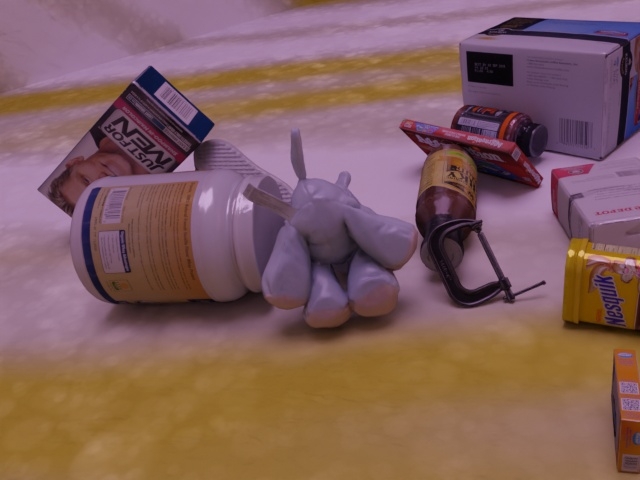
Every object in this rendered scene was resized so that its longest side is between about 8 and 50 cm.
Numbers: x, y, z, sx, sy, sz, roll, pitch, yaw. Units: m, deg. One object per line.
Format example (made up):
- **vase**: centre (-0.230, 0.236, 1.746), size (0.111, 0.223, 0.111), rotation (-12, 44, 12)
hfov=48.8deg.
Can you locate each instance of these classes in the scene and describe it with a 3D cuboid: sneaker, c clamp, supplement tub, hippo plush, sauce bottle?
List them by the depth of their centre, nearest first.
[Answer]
- **c clamp**: centre (0.248, 0.032, 1.101), size (0.137, 0.160, 0.022), rotation (-30, -9, 5)
- **hippo plush**: centre (0.000, 0.000, 1.158), size (0.234, 0.294, 0.236), rotation (-51, 6, 4)
- **supplement tub**: centre (-0.232, -0.006, 1.206), size (0.317, 0.228, 0.228), rotation (-2, 30, 14)
- **sauce bottle**: centre (0.229, -0.062, 1.279), size (0.112, 0.111, 0.344), rotation (-3, 32, 14)
- **sneaker**: centre (-0.133, -0.069, 1.411), size (0.126, 0.127, 0.321), rotation (-31, 58, -23)
- **supplement tub**: centre (0.387, -0.231, 1.526), size (0.106, 0.106, 0.198), rotation (-32, 36, -33)

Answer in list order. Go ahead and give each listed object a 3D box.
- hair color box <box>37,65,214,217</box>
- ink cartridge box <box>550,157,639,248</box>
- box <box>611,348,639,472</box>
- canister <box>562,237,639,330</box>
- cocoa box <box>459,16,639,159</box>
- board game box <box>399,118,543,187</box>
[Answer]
- **hair color box**: centre (-0.397, -0.168, 1.434), size (0.347, 0.174, 0.105), rotation (-39, 19, 28)
- **ink cartridge box**: centre (0.496, -0.049, 1.185), size (0.159, 0.092, 0.217), rotation (-8, 28, 5)
- **box**: centre (0.356, 0.190, 0.820), size (0.028, 0.081, 0.136), rotation (2, 32, 20)
- **canister**: centre (0.429, 0.066, 0.971), size (0.170, 0.126, 0.073), rotation (8, 34, 26)
- **cocoa box**: centre (0.520, -0.352, 1.566), size (0.347, 0.231, 0.228), rotation (20, 41, 42)
- **board game box**: centre (0.304, -0.181, 1.444), size (0.281, 0.145, 0.027), rotation (24, 82, 46)
